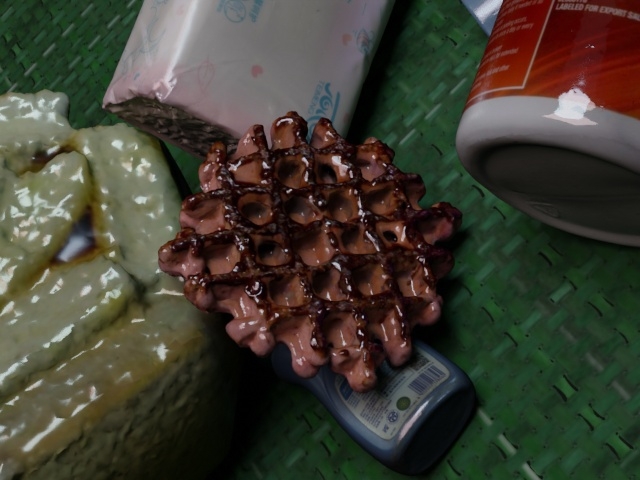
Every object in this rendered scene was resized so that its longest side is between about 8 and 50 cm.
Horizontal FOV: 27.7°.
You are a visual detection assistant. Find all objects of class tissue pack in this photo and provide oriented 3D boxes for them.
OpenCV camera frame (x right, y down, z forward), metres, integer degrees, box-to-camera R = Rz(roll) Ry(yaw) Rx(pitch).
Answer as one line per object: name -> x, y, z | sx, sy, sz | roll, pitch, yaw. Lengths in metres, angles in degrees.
tissue pack -> -0.047, -0.197, 1.142 | 0.124, 0.201, 0.271 | -6, 61, 59

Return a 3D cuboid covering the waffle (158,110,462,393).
waffle -> 0.000, 0.000, 1.009 | 0.221, 0.055, 0.234 | 30, 54, 1

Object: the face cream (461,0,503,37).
face cream -> 0.235, -0.250, 1.067 | 0.250, 0.077, 0.077 | -38, 51, 11

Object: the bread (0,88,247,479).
bread -> -0.190, 0.075, 1.060 | 0.264, 0.239, 0.395 | -19, 62, -11

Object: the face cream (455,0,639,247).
face cream -> 0.216, -0.114, 0.928 | 0.201, 0.201, 0.187 | 10, 72, 37

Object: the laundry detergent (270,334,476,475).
laundry detergent -> 0.026, 0.097, 1.037 | 0.096, 0.061, 0.206 | -52, 49, -2
